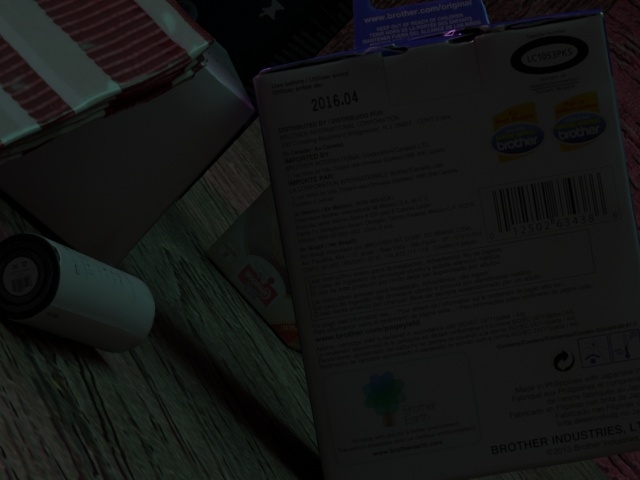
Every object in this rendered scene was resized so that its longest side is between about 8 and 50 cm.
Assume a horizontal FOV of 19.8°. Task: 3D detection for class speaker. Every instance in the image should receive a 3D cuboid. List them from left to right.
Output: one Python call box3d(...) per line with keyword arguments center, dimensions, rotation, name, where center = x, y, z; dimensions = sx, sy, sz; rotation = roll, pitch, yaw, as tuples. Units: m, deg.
box3d(center=(-0.155, 0.035, 1.149), dimensions=(0.055, 0.055, 0.136), rotation=(46, 6, 22), name="speaker")

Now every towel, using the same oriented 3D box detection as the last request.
box3d(center=(-0.242, -0.152, 1.189), dimensions=(0.237, 0.037, 0.329), rotation=(46, 38, 9), name="towel")

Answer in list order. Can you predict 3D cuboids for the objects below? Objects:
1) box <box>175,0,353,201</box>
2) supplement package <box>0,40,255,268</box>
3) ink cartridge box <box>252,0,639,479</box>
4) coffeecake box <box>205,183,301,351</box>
box3d(center=(-0.137, -0.282, 1.880), dimensions=(0.293, 0.395, 0.212), rotation=(44, 6, 6), name="box")
box3d(center=(-0.183, -0.122, 1.483), dimensions=(0.175, 0.177, 0.293), rotation=(41, 6, -15), name="supplement package")
box3d(center=(0.104, -0.022, 1.410), dimensions=(0.151, 0.270, 0.395), rotation=(-82, 163, -85), name="ink cartridge box")
box3d(center=(0.000, 0.000, 1.844), dimensions=(0.142, 0.185, 0.068), rotation=(46, 6, 26), name="coffeecake box")
